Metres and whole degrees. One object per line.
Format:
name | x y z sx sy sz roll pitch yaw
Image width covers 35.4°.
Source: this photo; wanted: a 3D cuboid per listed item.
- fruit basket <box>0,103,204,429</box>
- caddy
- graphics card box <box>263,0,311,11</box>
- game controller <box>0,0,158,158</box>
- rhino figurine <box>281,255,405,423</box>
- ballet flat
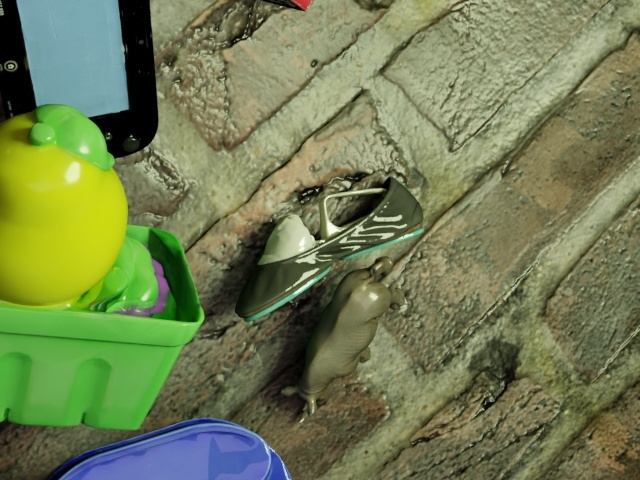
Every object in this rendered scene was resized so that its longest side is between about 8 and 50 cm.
fruit basket | -0.305 0.007 1.044 0.391 0.283 0.392 -7 116 -14
caddy | -0.186 0.350 1.207 0.341 0.179 0.241 -14 81 -15
graphics card box | -0.098 -0.416 1.043 0.371 0.094 0.233 20 93 -55
game controller | -0.260 -0.204 1.059 0.166 0.067 0.319 -21 142 -22
rhino figurine | 0.022 0.135 1.270 0.073 0.106 0.243 35 110 19
ballet flat | 0.000 0.000 1.257 0.280 0.095 0.096 -27 97 -23
